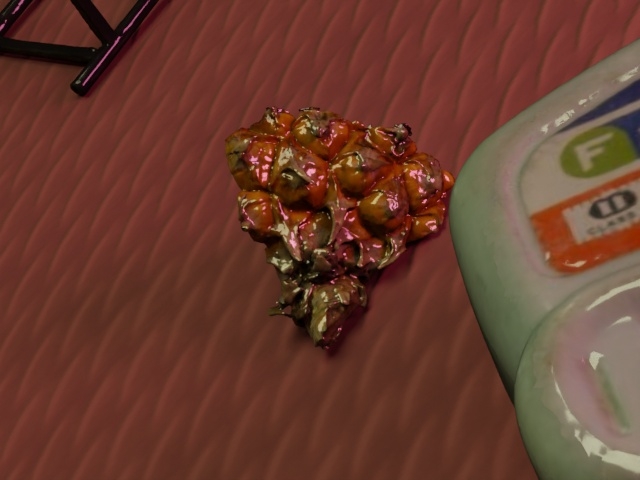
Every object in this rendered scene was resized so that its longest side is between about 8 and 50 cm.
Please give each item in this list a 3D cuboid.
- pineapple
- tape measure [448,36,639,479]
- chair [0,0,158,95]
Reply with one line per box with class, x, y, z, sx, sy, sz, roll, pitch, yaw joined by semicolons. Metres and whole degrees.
pineapple;0.000;0.000;0.874;0.077;0.114;0.114;137;148;-61
tape measure;0.183;0.018;0.656;0.243;0.125;0.246;-22;41;5
chair;-0.146;-0.232;1.172;0.155;0.141;0.260;12;59;44
